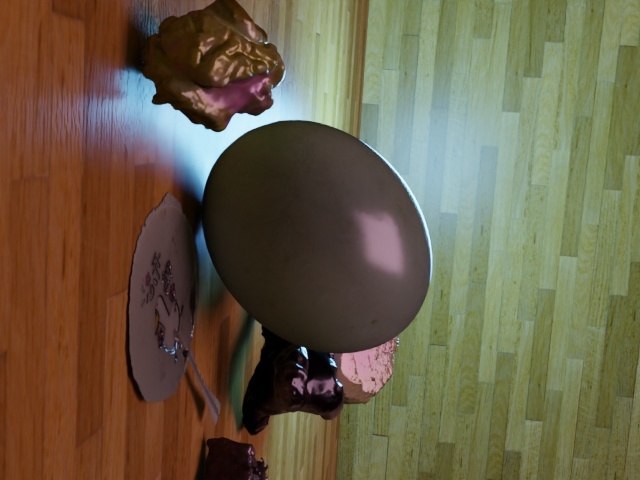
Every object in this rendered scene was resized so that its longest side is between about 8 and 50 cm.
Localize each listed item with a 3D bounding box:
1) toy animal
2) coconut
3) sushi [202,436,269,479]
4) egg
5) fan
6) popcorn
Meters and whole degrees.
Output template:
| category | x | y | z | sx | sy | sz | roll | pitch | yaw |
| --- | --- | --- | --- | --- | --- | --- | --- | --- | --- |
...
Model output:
| category | x | y | z | sx | sy | sz | roll | pitch | yaw |
| --- | --- | --- | --- | --- | --- | --- | --- | --- | --- |
| toy animal | -0.034 | 0.138 | 1.402 | 0.302 | 0.194 | 0.344 | 89 | 2 | -71 |
| coconut | 0.022 | 0.220 | 1.749 | 0.233 | 0.245 | 0.233 | 5 | 83 | -42 |
| sushi | -0.127 | 0.414 | 1.192 | 0.161 | 0.108 | 0.241 | -69 | 154 | -66 |
| egg | 0.000 | 0.000 | 1.147 | 0.389 | 0.276 | 0.276 | 47 | 43 | -46 |
| fan | -0.170 | 0.125 | 1.038 | 0.414 | 0.012 | 0.233 | 81 | 16 | -49 |
| popcorn | -0.108 | -0.175 | 0.852 | 0.126 | 0.145 | 0.126 | -30 | -115 | 56 |
